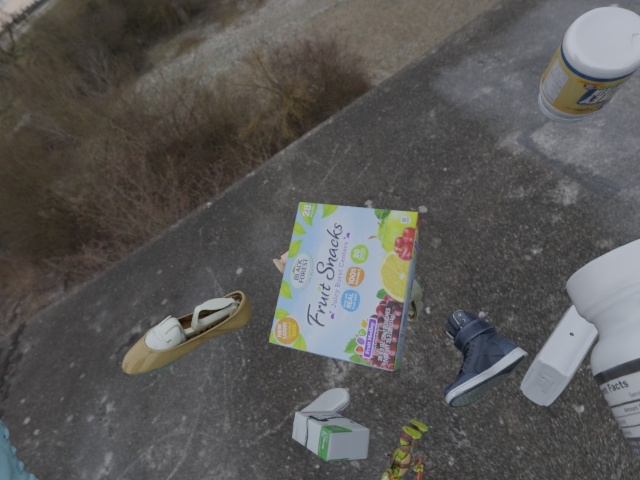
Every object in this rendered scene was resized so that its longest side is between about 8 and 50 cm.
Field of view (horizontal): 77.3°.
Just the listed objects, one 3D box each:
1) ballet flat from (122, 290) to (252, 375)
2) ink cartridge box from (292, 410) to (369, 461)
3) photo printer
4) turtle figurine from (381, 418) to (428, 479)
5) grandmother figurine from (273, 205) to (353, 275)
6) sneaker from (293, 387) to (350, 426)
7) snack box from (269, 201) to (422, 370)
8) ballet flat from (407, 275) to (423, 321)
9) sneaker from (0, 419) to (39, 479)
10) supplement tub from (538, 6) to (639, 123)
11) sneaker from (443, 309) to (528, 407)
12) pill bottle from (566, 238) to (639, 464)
[{"bbox_3d":[-0.229,0.148,0.695,0.233,0.073,0.080,-23,44,-32],"label":"ballet flat"},{"bbox_3d":[0.027,0.601,1.245,0.209,0.153,0.086,-8,71,56],"label":"ink cartridge box"},{"bbox_3d":[0.774,0.349,1.271,0.107,0.255,0.308,33,59,33],"label":"photo printer"},{"bbox_3d":[0.261,0.669,1.236,0.087,0.270,0.217,23,97,45],"label":"turtle figurine"},{"bbox_3d":[0.000,0.000,1.408,0.343,0.104,0.208,-37,-2,-1],"label":"grandmother figurine"},{"bbox_3d":[0.045,0.677,1.542,0.282,0.161,0.102,-42,16,29],"label":"sneaker"},{"bbox_3d":[0.038,0.059,0.559,0.175,0.070,0.206,8,77,21],"label":"snack box"},{"bbox_3d":[0.240,0.162,1.116,0.086,0.248,0.086,-12,55,17],"label":"ballet flat"},{"bbox_3d":[-0.383,0.314,0.461,0.136,0.150,0.365,-6,86,10],"label":"sneaker"},{"bbox_3d":[0.540,-0.343,0.812,0.145,0.199,0.144,-3,76,11],"label":"supplement tub"},{"bbox_3d":[0.306,0.244,0.856,0.227,0.086,0.163,-18,47,-30],"label":"sneaker"},{"bbox_3d":[0.325,0.136,0.307,0.162,0.162,0.278,-24,57,20],"label":"pill bottle"}]
